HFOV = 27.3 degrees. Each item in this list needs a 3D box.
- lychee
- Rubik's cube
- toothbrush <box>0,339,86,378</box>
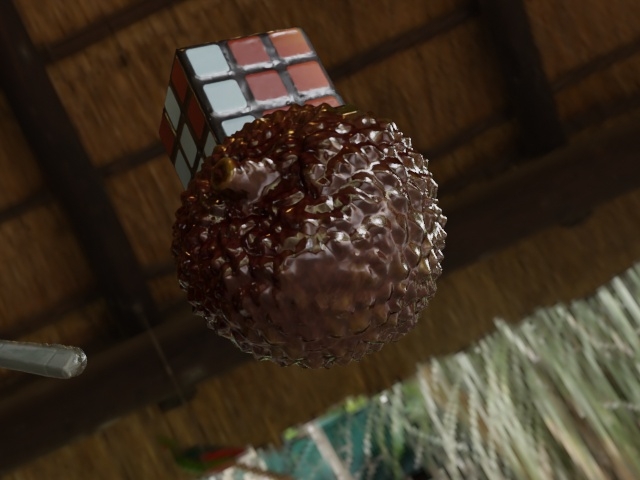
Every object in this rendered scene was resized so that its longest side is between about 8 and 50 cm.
[{"bbox_3d":[0.000,0.000,1.132,0.236,0.236,0.271,-37,-35,17],"label":"lychee"},{"bbox_3d":[-0.075,-0.123,1.491,0.160,0.163,0.162,-15,-26,-24],"label":"Rubik's cube"},{"bbox_3d":[-0.347,0.097,1.215,0.297,0.030,0.030,5,-7,19],"label":"toothbrush"}]
